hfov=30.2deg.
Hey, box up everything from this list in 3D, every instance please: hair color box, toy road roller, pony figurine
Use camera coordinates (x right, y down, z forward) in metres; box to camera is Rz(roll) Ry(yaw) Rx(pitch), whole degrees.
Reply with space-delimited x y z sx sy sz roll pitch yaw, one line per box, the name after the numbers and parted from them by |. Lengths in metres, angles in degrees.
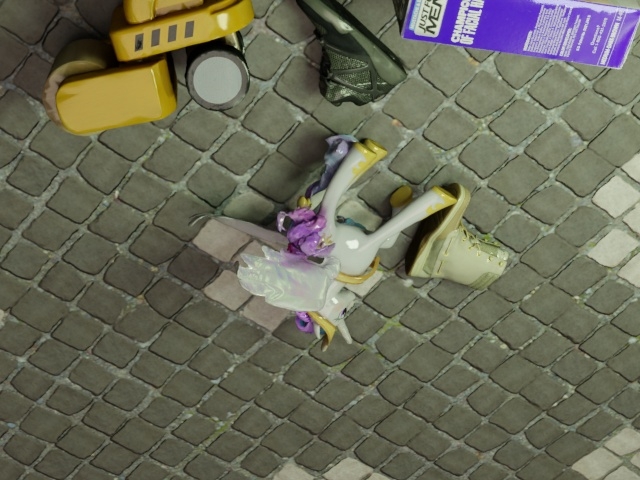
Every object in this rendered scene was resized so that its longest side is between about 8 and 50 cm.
0.280 -0.361 1.752 0.338 0.185 0.110 5 127 -9 | hair color box
-0.261 -0.311 1.750 0.329 0.202 0.241 -14 115 0 | toy road roller
0.000 0.000 1.984 0.351 0.303 0.363 26 106 -32 | pony figurine

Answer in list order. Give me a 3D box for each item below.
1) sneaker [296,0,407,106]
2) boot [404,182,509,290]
0.020 -0.290 1.848 0.130 0.087 0.227 -39 126 16 | sneaker
0.260 -0.002 2.094 0.165 0.077 0.213 15 130 -14 | boot
